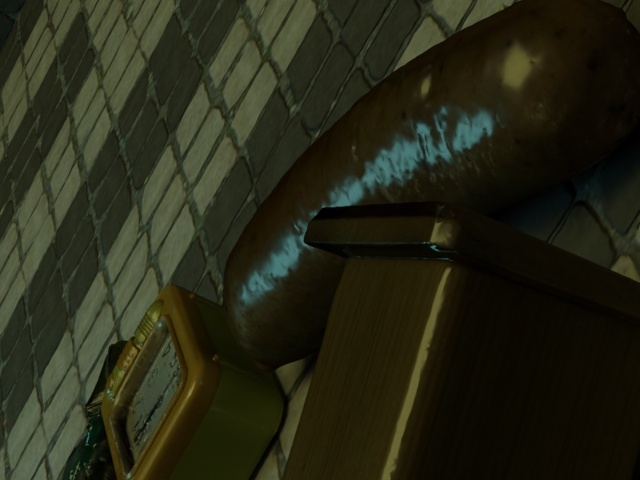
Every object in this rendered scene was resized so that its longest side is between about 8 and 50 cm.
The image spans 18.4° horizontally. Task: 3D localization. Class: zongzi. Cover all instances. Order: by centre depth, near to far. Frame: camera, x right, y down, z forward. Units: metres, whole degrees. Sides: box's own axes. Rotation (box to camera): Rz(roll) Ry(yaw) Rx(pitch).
[{"bbox_3d":[-0.167,0.121,1.883,0.113,0.052,0.104,-34,29,33],"label":"zongzi"}]

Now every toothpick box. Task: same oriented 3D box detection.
[{"bbox_3d":[0.065,0.155,1.093,0.187,0.190,0.308,2,73,66],"label":"toothpick box"}]

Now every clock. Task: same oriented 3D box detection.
[{"bbox_3d":[-0.112,0.137,1.656,0.143,0.096,0.202,-58,22,12],"label":"clock"}]

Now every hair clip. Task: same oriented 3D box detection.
[{"bbox_3d":[-0.246,0.296,1.837,0.359,0.095,0.110,-53,51,40],"label":"hair clip"}]

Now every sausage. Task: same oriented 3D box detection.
[{"bbox_3d":[0.058,-0.039,1.397,0.501,0.123,0.136,-37,64,53],"label":"sausage"}]

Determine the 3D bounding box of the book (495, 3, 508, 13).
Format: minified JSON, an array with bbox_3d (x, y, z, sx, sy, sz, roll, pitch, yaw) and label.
[{"bbox_3d":[0.123,-0.117,1.466,0.077,0.014,0.111,-53,24,30],"label":"book"}]
